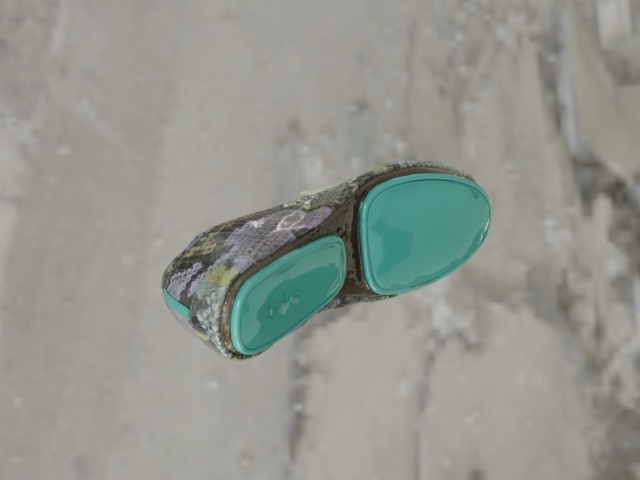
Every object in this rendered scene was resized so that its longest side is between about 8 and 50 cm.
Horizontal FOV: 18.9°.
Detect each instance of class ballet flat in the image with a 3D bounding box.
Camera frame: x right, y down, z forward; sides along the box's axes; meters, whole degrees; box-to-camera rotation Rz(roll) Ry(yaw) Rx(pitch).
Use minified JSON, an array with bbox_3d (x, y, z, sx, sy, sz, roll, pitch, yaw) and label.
[{"bbox_3d":[0.000,0.000,0.522,0.114,0.041,0.041,-22,105,-45],"label":"ballet flat"}]
